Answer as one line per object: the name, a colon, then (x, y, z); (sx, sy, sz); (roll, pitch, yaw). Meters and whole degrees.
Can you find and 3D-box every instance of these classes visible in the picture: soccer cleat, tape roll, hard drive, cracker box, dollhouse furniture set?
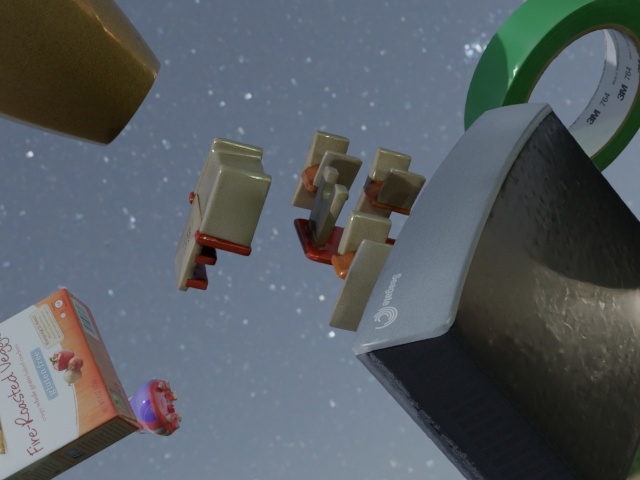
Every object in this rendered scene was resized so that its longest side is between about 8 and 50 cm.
soccer cleat: (-0.257, 0.253, 1.454); (0.095, 0.083, 0.248); (-14, -8, -7)
tape roll: (0.360, -0.218, 1.456); (0.321, 0.077, 0.321); (-20, -50, -25)
hard drive: (0.124, 0.030, 0.553); (0.054, 0.172, 0.255); (-32, 14, 38)
cracker box: (-0.320, 0.174, 1.000); (0.232, 0.156, 0.067); (-30, -26, -1)
dollhouse furniture set: (0.000, 0.000, 0.974); (0.259, 0.262, 0.135); (13, -66, -17)

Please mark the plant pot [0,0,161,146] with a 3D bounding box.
plant pot: (-0.316, -0.220, 1.100); (0.254, 0.237, 0.237); (35, -57, -20)
